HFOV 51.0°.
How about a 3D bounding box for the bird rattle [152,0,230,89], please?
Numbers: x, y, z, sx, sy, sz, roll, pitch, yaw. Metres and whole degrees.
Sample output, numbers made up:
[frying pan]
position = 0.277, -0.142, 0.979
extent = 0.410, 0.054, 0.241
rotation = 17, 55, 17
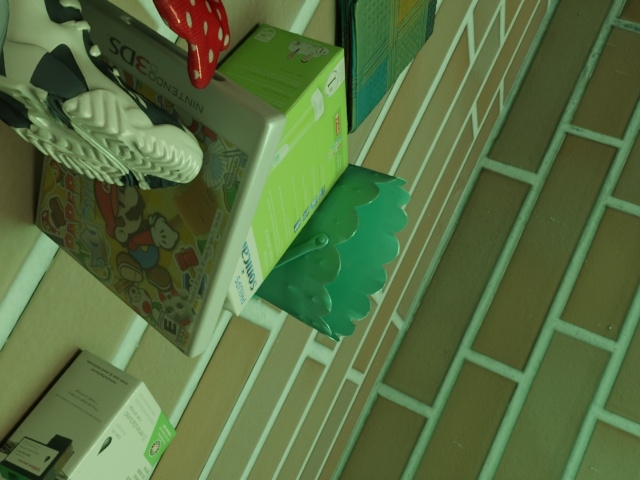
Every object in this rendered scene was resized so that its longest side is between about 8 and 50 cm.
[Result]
[bird rattle]
position = -0.133, -0.226, 0.435
extent = 0.143, 0.253, 0.207
rotation = -35, 142, 28

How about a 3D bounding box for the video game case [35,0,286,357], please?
[video game case]
position = -0.142, -0.048, 0.532
extent = 0.026, 0.206, 0.227
rotation = -29, 148, -51

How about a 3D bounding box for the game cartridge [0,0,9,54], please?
[game cartridge]
position = -0.267, -0.042, 0.247
extent = 0.297, 0.198, 0.062
rotation = -66, -173, -34

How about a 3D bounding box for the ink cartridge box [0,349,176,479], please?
[ink cartridge box]
position = -0.276, 0.259, 0.741
extent = 0.219, 0.093, 0.160
rotation = -56, 157, -29

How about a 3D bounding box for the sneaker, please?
[sneaker]
position = -0.170, -0.142, 0.445
extent = 0.094, 0.235, 0.153
rotation = 138, -27, -65

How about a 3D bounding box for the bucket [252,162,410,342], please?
[bucket]
position = 0.000, 0.000, 1.032
extent = 0.281, 0.183, 0.281
rotation = -51, 154, -37

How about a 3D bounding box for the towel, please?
[towel]
position = 0.124, -0.383, 1.153
extent = 0.370, 0.040, 0.271
rotation = -55, 158, -35

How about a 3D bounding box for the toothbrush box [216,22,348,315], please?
[toothbrush box]
position = -0.085, -0.087, 0.812
extent = 0.283, 0.122, 0.206
rotation = -56, 158, -29
